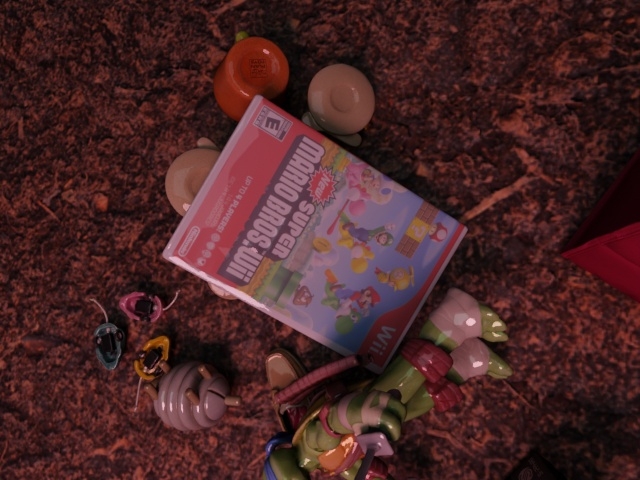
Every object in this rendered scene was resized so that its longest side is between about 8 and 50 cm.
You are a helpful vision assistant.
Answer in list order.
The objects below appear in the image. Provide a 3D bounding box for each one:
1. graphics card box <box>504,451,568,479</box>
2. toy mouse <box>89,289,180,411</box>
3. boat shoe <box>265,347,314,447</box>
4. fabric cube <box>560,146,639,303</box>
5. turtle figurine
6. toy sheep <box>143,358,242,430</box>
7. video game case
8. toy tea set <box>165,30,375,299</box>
[{"bbox_3d":[0.119,0.379,0.405,0.094,0.233,0.371,43,93,11],"label":"graphics card box"},{"bbox_3d":[-0.254,0.119,0.630,0.143,0.031,0.161,31,91,15],"label":"toy mouse"},{"bbox_3d":[-0.032,0.195,0.560,0.050,0.045,0.135,-29,78,8],"label":"boat shoe"},{"bbox_3d":[0.412,-0.026,0.373,0.258,0.259,0.254,37,94,15],"label":"fabric cube"},{"bbox_3d":[0.089,0.192,0.428,0.266,0.275,0.197,-40,103,-13],"label":"turtle figurine"},{"bbox_3d":[-0.156,0.189,0.569,0.132,0.091,0.091,3,84,26],"label":"toy sheep"},{"bbox_3d":[0.000,0.000,0.528,0.285,0.025,0.204,30,91,-10],"label":"video game case"},{"bbox_3d":[-0.080,-0.092,0.594,0.200,0.124,0.336,26,86,-14],"label":"toy tea set"}]
